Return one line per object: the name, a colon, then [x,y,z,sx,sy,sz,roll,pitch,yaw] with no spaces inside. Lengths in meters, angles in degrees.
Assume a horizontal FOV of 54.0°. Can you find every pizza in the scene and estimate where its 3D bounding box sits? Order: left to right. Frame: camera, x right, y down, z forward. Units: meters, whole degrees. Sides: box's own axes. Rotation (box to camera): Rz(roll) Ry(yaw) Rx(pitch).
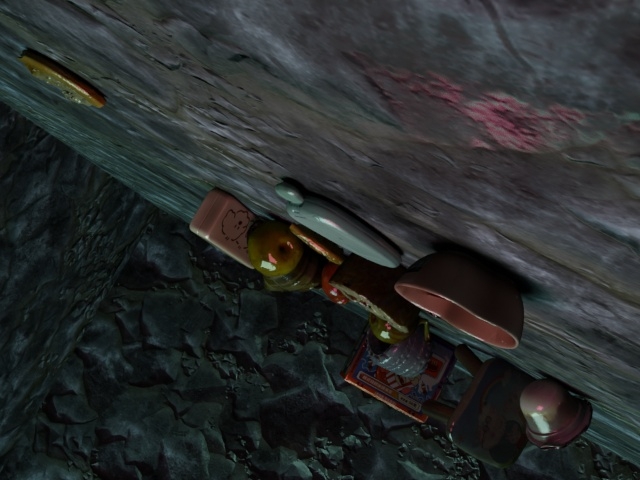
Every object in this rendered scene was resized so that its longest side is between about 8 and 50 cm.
pizza: [-0.565,-0.341,1.353,0.181,0.034,0.262,33,172,-30]
pizza: [0.000,-0.001,1.423,0.160,0.036,0.099,37,-163,-13]

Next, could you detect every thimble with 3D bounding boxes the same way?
thimble: [0.272,0.352,2.165,0.172,0.205,0.236,31,176,-24]

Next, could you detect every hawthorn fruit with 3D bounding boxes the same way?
hawthorn fruit: [0.061,0.098,1.662,0.125,0.140,0.125,-2,165,0]

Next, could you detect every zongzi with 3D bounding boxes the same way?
zongzi: [-0.159,0.065,1.916,0.288,0.134,0.286,-14,137,45]

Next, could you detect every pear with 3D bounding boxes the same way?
pear: [-0.123,0.020,1.665,0.148,0.149,0.162,33,165,-27]

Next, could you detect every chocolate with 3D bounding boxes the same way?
chocolate: [0.633,0.471,1.763,0.147,0.221,0.221,46,169,-13]

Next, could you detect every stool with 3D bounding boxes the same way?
stool: [0.530,0.534,2.059,0.310,0.310,0.226,34,175,-23]

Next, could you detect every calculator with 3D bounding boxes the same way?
calculator: [0.031,-0.024,1.190,0.295,0.042,0.184,32,172,-27]

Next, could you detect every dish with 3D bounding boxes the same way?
dish: [0.229,0.081,0.982,0.213,0.091,0.213,28,170,5]

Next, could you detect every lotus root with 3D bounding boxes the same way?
lotus root: [0.144,0.112,1.393,0.234,0.119,0.138,35,171,-29]

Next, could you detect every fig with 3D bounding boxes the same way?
fig: [0.242,0.240,1.886,0.186,0.148,0.142,-8,159,-7]

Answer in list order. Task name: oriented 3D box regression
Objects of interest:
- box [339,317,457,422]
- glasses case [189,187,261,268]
box: [0.302,0.478,2.460,0.348,0.319,0.257,30,171,1]
glasses case: [-0.252,-0.028,1.851,0.076,0.144,0.336,27,173,24]
